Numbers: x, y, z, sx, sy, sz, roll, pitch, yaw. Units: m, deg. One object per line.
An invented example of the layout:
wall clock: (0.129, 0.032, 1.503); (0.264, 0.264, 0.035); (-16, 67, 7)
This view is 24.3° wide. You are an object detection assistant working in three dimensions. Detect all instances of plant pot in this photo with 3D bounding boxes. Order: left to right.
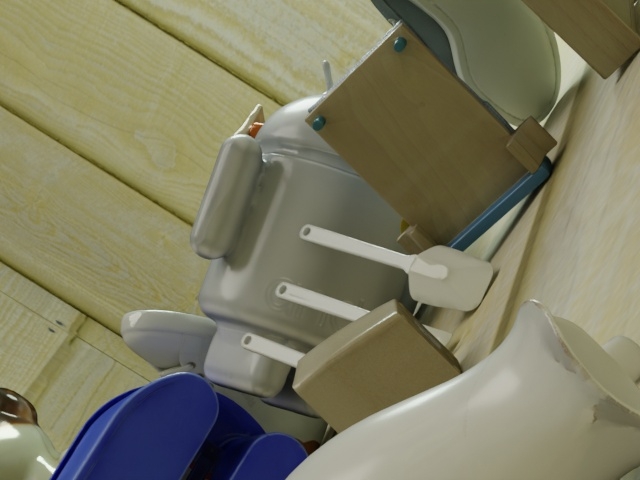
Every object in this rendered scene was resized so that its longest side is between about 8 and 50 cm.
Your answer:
plant pot: (0.052, 0.108, 1.161); (0.096, 0.109, 0.109); (-45, 4, 7)

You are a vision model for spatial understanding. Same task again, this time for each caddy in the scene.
caddy: (-0.162, 0.293, 1.475); (0.341, 0.241, 0.179); (-59, 7, -26)

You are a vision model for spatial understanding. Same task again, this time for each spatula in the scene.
spatula: (0.035, 0.065, 1.344); (0.242, 0.019, 0.168); (17, 77, 48)

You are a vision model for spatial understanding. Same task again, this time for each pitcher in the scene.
pitcher: (0.065, 0.121, 0.673); (0.207, 0.125, 0.177); (-47, -16, 13)

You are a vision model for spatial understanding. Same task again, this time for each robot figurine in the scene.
robot figurine: (0.000, 0.000, 1.542); (0.199, 0.300, 0.354); (9, 77, 49)

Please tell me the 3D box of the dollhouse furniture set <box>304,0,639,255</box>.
dollhouse furniture set: (0.108, -0.180, 1.388); (0.303, 0.286, 0.198); (-45, 7, 21)

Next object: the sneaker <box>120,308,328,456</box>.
sneaker: (-0.103, 0.174, 1.638); (0.106, 0.290, 0.123); (-19, 48, 48)

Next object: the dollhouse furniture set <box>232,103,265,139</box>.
dollhouse furniture set: (0.040, -0.050, 1.843); (0.135, 0.262, 0.259); (-57, -30, -42)

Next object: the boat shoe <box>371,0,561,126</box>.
boat shoe: (0.127, -0.234, 1.484); (0.116, 0.319, 0.099); (-53, 34, -6)

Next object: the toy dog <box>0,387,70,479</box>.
toy dog: (-0.323, 0.357, 1.881); (0.285, 0.408, 0.395); (-57, 3, 12)
